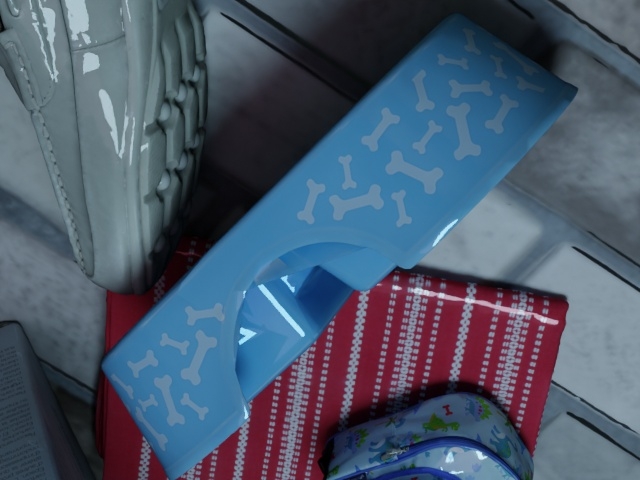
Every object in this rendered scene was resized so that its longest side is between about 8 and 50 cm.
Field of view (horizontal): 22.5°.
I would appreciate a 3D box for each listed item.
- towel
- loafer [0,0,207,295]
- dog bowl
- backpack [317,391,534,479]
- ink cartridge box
[{"bbox_3d":[-0.003,0.091,0.979,0.275,0.031,0.199,9,125,3],"label":"towel"},{"bbox_3d":[-0.124,-0.119,0.810,0.111,0.112,0.319,5,119,14],"label":"loafer"},{"bbox_3d":[0.000,0.000,0.823,0.074,0.166,0.297,46,113,-1],"label":"dog bowl"},{"bbox_3d":[0.067,0.152,0.940,0.114,0.084,0.105,-27,118,20],"label":"backpack"},{"bbox_3d":[-0.128,0.261,0.950,0.071,0.330,0.324,-22,121,-5],"label":"ink cartridge box"}]
